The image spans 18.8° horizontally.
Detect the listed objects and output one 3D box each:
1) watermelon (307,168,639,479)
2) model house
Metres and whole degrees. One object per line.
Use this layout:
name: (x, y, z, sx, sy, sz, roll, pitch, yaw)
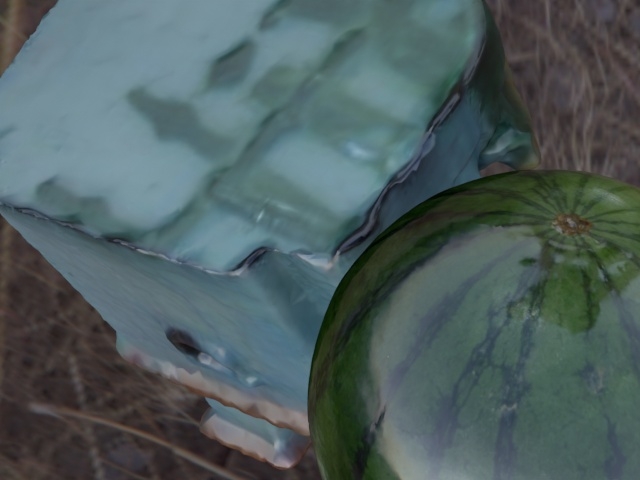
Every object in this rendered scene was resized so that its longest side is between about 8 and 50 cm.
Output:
watermelon: (0.089, 0.075, 0.778, 0.188, 0.214, 0.188, 0, 39, 0)
model house: (0.000, 0.000, 1.126, 0.295, 0.329, 0.251, 17, 59, 34)
